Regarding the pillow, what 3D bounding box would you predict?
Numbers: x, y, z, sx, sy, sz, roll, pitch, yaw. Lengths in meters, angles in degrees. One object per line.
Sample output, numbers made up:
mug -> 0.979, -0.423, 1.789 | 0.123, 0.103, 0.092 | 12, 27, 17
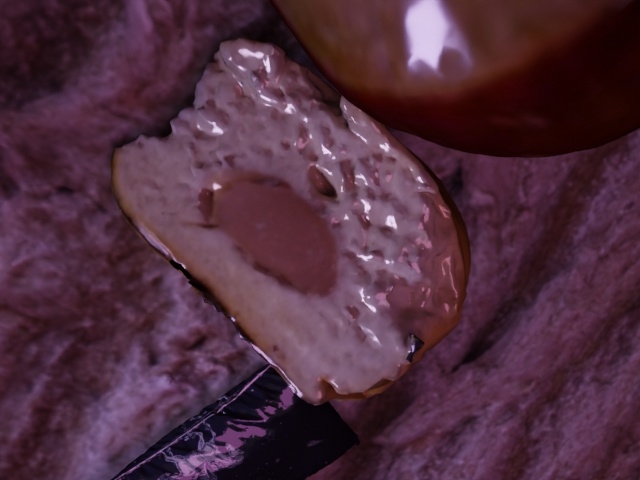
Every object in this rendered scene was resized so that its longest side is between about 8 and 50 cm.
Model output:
pillow -> -0.079, 0.191, 0.800 | 0.208, 0.055, 0.141 | -36, 128, -4

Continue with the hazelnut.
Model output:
hazelnut -> 0.126, -0.254, 0.538 | 0.359, 0.359, 0.409 | -23, 116, -12

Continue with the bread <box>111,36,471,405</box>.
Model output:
bread -> -0.005, -0.003, 0.658 | 0.183, 0.211, 0.224 | -47, 126, 9
